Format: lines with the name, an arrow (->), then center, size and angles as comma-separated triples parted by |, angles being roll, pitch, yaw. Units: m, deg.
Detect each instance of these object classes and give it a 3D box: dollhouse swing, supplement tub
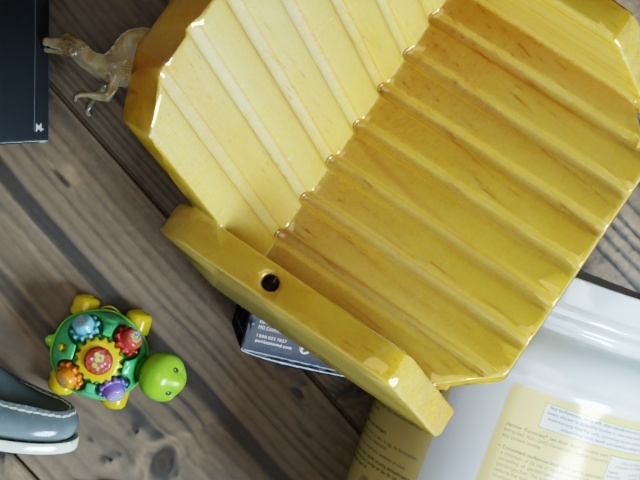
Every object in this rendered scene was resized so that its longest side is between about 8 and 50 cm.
dollhouse swing -> 0.071, -0.094, 1.378 | 0.315, 0.305, 0.347 | 34, 79, 10
supplement tub -> 0.157, 0.180, 1.609 | 0.241, 0.241, 0.331 | 20, 94, -7

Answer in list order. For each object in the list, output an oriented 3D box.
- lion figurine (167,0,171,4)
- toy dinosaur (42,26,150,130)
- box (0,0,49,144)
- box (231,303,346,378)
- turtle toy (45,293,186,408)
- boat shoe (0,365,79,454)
lion figurine -> 0.003, -0.298, 1.570 | 0.392, 0.142, 0.240 | -27, 116, -18
toy dinosaur -> -0.152, -0.145, 1.623 | 0.183, 0.053, 0.092 | -4, 123, -29
box -> -0.318, -0.209, 1.544 | 0.103, 0.184, 0.261 | 5, 97, 33
box -> 0.000, 0.000, 1.619 | 0.108, 0.153, 0.207 | 14, 95, -7
turtle toy -> -0.182, 0.106, 1.656 | 0.130, 0.066, 0.095 | 17, 94, -7
boat shoe -> -0.350, 0.094, 1.616 | 0.319, 0.116, 0.099 | 22, 97, -2
